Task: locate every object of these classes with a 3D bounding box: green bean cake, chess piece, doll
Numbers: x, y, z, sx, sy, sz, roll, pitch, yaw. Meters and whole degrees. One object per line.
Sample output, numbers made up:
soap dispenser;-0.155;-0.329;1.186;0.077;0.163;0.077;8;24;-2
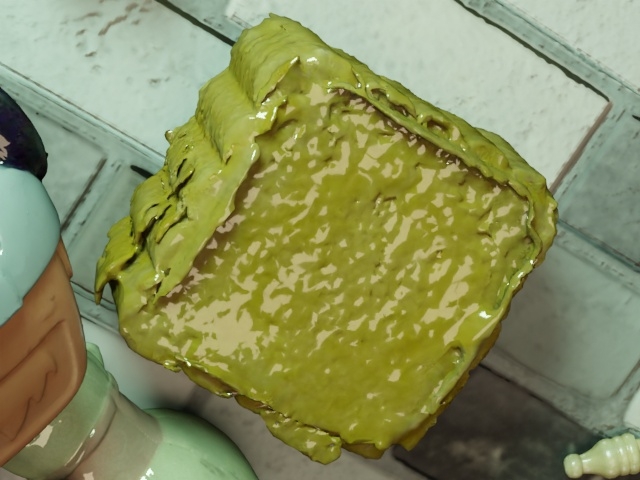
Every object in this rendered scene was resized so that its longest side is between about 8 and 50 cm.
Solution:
green bean cake;0.000;0.000;1.047;0.230;0.131;0.224;29;104;-23
chess piece;0.217;0.151;1.198;0.092;0.035;0.035;-11;111;-4
doll;-0.118;0.151;1.068;0.275;0.155;0.113;33;120;-18

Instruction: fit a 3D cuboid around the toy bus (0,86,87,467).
toy bus;-0.251;0.018;0.936;0.194;0.288;0.232;-44;138;-21
